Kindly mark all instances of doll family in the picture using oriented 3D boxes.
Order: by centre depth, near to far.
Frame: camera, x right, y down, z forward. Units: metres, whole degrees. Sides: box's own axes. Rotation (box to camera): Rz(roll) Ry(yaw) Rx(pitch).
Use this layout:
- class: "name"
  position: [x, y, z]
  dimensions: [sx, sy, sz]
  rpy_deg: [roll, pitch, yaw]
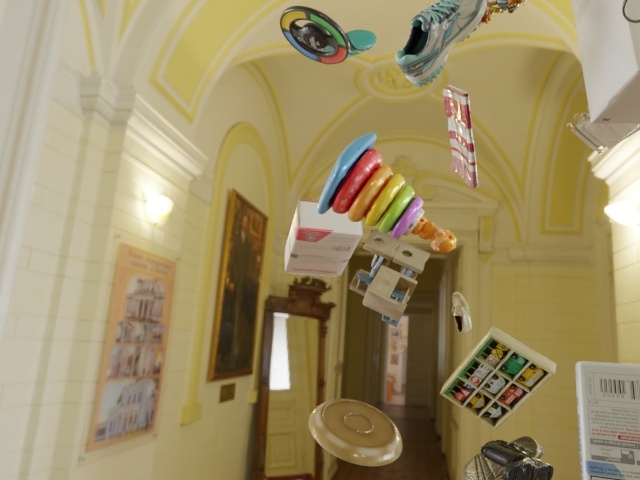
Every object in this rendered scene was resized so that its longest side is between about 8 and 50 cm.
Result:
- class: "doll family"
  position: [0.530, -0.697, 1.434]
  dimensions: [0.262, 0.118, 0.163]
  rpy_deg: [-8, 12, 15]

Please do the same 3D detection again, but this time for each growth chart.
- class: "growth chart"
  position: [0.932, -0.383, 1.555]
  dimensions: [0.172, 0.021, 0.237]
  rpy_deg: [47, -38, -4]

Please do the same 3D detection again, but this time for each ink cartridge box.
- class: "ink cartridge box"
  position: [0.000, 0.000, 1.619]
  dimensions: [0.207, 0.117, 0.283]
  rpy_deg: [5, -32, -12]

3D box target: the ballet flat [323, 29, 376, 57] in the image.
- class: "ballet flat"
  position: [0.086, -0.675, 1.705]
  dimensions: [0.247, 0.083, 0.087]
  rpy_deg: [-29, 4, -31]

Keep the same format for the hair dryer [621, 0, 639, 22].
- class: "hair dryer"
  position: [0.494, -0.467, 0.672]
  dimensions: [0.223, 0.080, 0.294]
  rpy_deg: [-12, -38, -43]

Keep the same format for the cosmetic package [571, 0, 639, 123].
- class: "cosmetic package"
  position: [0.701, -0.470, 1.103]
  dimensions: [0.155, 0.366, 0.197]
  rpy_deg: [1, -17, 1]

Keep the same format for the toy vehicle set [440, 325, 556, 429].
- class: "toy vehicle set"
  position: [0.431, 0.347, 1.213]
  dimensions: [0.166, 0.035, 0.267]
  rpy_deg: [31, -51, 12]

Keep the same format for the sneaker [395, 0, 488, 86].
- class: "sneaker"
  position: [0.286, -0.514, 1.159]
  dimensions: [0.122, 0.283, 0.110]
  rpy_deg: [20, 18, -43]

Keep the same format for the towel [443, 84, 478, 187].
- class: "towel"
  position: [0.499, -0.375, 1.742]
  dimensions: [0.037, 0.329, 0.237]
  rpy_deg: [-13, 24, 3]

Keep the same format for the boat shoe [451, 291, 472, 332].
- class: "boat shoe"
  position: [0.451, 0.235, 1.578]
  dimensions: [0.045, 0.135, 0.050]
  rpy_deg: [-15, -5, -28]

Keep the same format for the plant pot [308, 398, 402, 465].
- class: "plant pot"
  position: [0.089, 0.455, 1.193]
  dimensions: [0.236, 0.032, 0.236]
  rpy_deg: [13, 13, -3]

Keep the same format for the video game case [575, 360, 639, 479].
- class: "video game case"
  position: [0.508, 0.315, 0.605]
  dimensions: [0.328, 0.300, 0.036]
  rpy_deg: [0, -20, 19]

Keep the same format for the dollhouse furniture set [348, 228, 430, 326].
- class: "dollhouse furniture set"
  position: [0.114, 0.093, 0.963]
  dimensions: [0.128, 0.184, 0.129]
  rpy_deg: [25, -51, 12]

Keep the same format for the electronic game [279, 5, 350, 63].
- class: "electronic game"
  position: [-0.017, -0.610, 1.458]
  dimensions: [0.229, 0.048, 0.229]
  rpy_deg: [24, -12, 5]

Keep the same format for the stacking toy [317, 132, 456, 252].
- class: "stacking toy"
  position: [0.158, -0.069, 1.041]
  dimensions: [0.301, 0.175, 0.166]
  rpy_deg: [35, -37, 7]

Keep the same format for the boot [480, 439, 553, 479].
- class: "boot"
  position: [0.310, 0.365, 0.806]
  dimensions: [0.121, 0.045, 0.099]
  rpy_deg: [12, -1, -32]

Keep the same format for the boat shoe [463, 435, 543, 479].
- class: "boat shoe"
  position: [0.486, 0.592, 1.287]
  dimensions: [0.073, 0.080, 0.223]
  rpy_deg: [37, -63, -27]
